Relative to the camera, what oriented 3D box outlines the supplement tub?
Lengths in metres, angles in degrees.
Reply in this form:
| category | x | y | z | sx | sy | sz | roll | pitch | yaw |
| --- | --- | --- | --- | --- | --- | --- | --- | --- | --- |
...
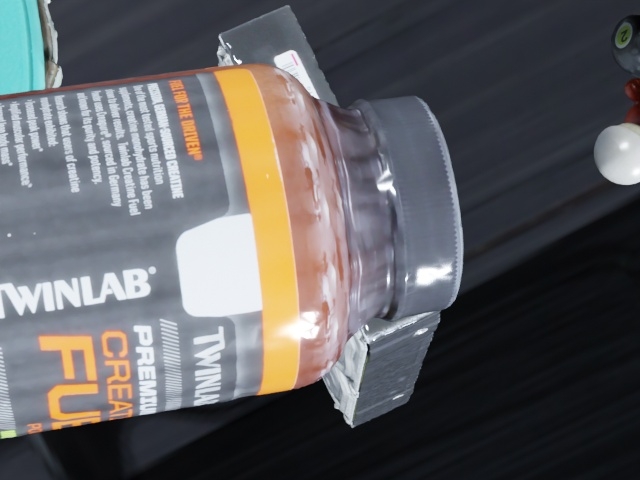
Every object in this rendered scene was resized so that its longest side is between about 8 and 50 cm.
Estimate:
| category | x | y | z | sx | sy | sz | roll | pitch | yaw |
| --- | --- | --- | --- | --- | --- | --- | --- | --- | --- |
| supplement tub | -0.060 | 0.002 | 0.483 | 0.106 | 0.198 | 0.106 | 171 | -90 | -80 |

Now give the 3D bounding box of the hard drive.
| category | x | y | z | sx | sy | sz | roll | pitch | yaw |
| --- | --- | --- | --- | --- | --- | --- | --- | --- | --- |
| hard drive | 0.000 | 0.000 | 1.165 | 0.339 | 0.064 | 0.237 | 91 | -26 | -75 |

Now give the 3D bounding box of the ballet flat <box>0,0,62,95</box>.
| category | x | y | z | sx | sy | sz | roll | pitch | yaw |
| --- | --- | --- | --- | --- | --- | --- | --- | --- | --- |
| ballet flat | -0.247 | -0.178 | 0.855 | 0.147 | 0.147 | 0.409 | 40 | 29 | -72 |

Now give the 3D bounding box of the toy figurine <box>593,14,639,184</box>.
| category | x | y | z | sx | sy | sz | roll | pitch | yaw |
| --- | --- | --- | --- | --- | --- | --- | --- | --- | --- |
| toy figurine | 0.363 | -0.119 | 1.416 | 0.209 | 0.148 | 0.213 | 34 | -36 | 26 |
